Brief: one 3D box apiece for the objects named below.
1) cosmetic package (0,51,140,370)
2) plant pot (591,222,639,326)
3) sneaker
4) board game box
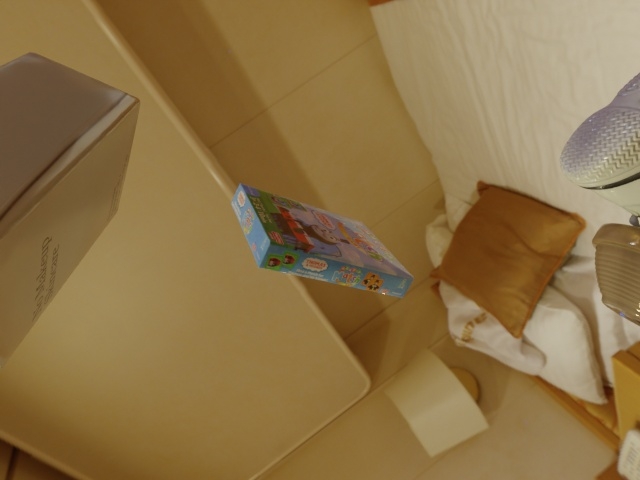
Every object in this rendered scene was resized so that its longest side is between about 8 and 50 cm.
[{"bbox_3d":[-0.264,-0.011,0.339,0.113,0.160,0.310,21,-143,-14],"label":"cosmetic package"},{"bbox_3d":[0.510,0.079,0.647,0.237,0.110,0.237,31,-173,-4],"label":"plant pot"},{"bbox_3d":[0.528,-0.163,0.562,0.210,0.366,0.137,34,-149,-20],"label":"sneaker"},{"bbox_3d":[0.000,0.000,0.573,0.211,0.039,0.160,16,-158,-31],"label":"board game box"}]
